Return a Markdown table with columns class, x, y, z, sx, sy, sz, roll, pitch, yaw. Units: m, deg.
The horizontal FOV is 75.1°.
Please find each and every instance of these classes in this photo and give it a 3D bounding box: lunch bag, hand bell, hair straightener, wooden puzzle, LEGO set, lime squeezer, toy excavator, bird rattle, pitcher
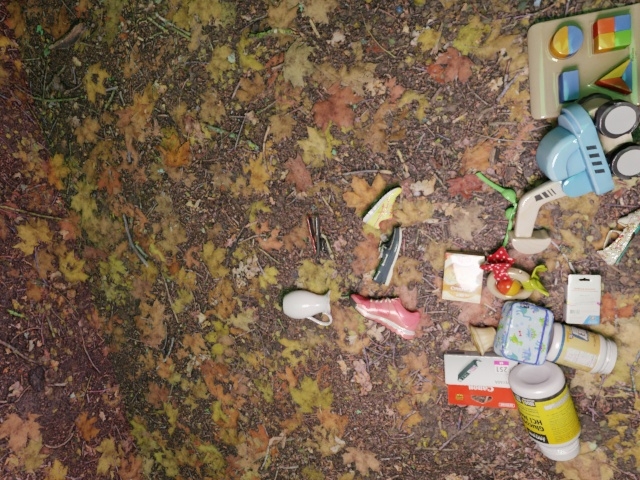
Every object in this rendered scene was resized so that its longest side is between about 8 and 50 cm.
| class | x | y | z | sx | sy | sz | roll | pitch | yaw |
| --- | --- | --- | --- | --- | --- | --- | --- | --- | --- |
| lunch bag | 0.748 | 0.337 | 1.525 | 0.176 | 0.090 | 0.219 | 17 | 84 | -2 |
| hand bell | 0.713 | 0.349 | 1.605 | 0.241 | 0.126 | 0.126 | -20 | 92 | 8 |
| hair straightener | 0.000 | 0.000 | 1.806 | 0.089 | 0.047 | 0.231 | -5 | 97 | 20 |
| wooden puzzle | 0.891 | -0.593 | 1.388 | 0.347 | 0.080 | 0.322 | -4 | 98 | 20 |
| LEGO set | 0.895 | 0.044 | 1.523 | 0.054 | 0.023 | 0.083 | -4 | 110 | 22 |
| lime squeezer | 0.681 | -0.120 | 1.549 | 0.109 | 0.059 | 0.311 | -18 | 93 | 20 |
| toy excavator | 0.810 | -0.210 | 1.400 | 0.445 | 0.222 | 0.433 | -23 | 110 | 22 |
| bird rattle | 0.700 | 0.152 | 1.532 | 0.253 | 0.143 | 0.207 | 14 | 137 | 2 |
| pitcher | -0.053 | 0.304 | 1.845 | 0.207 | 0.125 | 0.178 | -3 | 113 | 8 |

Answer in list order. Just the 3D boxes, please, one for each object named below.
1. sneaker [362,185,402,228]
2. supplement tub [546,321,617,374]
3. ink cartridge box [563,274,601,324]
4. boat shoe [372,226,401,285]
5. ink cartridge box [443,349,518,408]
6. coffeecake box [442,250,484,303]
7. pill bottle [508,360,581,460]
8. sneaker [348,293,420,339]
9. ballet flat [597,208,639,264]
| class | x | y | z | sx | sy | sz | roll | pitch | yaw |
| --- | --- | --- | --- | --- | --- | --- | --- | --- | --- |
| sneaker | 0.267 | -0.132 | 1.684 | 0.094 | 0.081 | 0.208 | 41 | 116 | 1 |
| supplement tub | 0.927 | 0.389 | 1.498 | 0.199 | 0.144 | 0.145 | 14 | 103 | 16 |
| ink cartridge box | 0.944 | 0.206 | 1.506 | 0.104 | 0.061 | 0.182 | 0 | 99 | 19 |
| boat shoe | 0.272 | 0.061 | 1.702 | 0.079 | 0.095 | 0.255 | 14 | 112 | 5 |
| ink cartridge box | 0.643 | 0.567 | 1.671 | 0.275 | 0.060 | 0.239 | -3 | 96 | 19 |
| coffeecake box | 0.557 | 0.139 | 1.626 | 0.142 | 0.068 | 0.186 | 5 | 100 | 19 |
| pill bottle | 0.833 | 0.627 | 1.531 | 0.187 | 0.188 | 0.334 | -20 | 103 | 21 |
| sneaker | 0.272 | 0.282 | 1.741 | 0.313 | 0.116 | 0.136 | 28 | 96 | 6 |
| ballet flat | 1.043 | -0.029 | 1.428 | 0.077 | 0.091 | 0.241 | 37 | 106 | 34 |
